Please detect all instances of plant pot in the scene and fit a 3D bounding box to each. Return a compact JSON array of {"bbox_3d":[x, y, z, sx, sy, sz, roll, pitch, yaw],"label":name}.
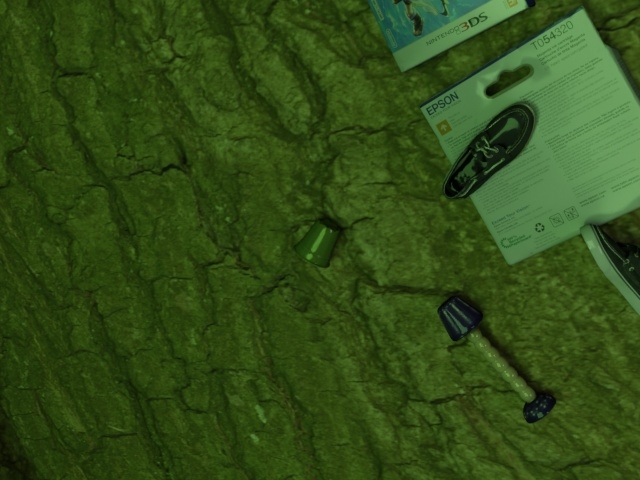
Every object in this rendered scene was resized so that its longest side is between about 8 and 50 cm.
[{"bbox_3d":[0.000,0.000,1.628,0.083,0.083,0.079,34,110,12],"label":"plant pot"}]

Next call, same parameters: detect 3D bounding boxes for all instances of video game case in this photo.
[{"bbox_3d":[0.187,-0.455,1.354,0.244,0.061,0.269,-23,98,31],"label":"video game case"}]

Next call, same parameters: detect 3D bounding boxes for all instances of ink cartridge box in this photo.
[{"bbox_3d":[0.382,-0.167,1.366,0.324,0.071,0.330,-28,92,33],"label":"ink cartridge box"}]

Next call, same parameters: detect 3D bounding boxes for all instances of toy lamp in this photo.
[{"bbox_3d":[0.328,0.220,1.544,0.275,0.080,0.080,50,123,0],"label":"toy lamp"}]

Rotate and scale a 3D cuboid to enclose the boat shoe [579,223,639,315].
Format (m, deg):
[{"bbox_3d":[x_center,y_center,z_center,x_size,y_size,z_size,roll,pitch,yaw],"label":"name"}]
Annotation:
[{"bbox_3d":[0.514,0.043,1.348,0.076,0.080,0.228,-34,114,22],"label":"boat shoe"}]

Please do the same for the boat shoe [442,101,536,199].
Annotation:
[{"bbox_3d":[0.277,-0.141,1.353,0.075,0.065,0.206,45,123,7],"label":"boat shoe"}]
